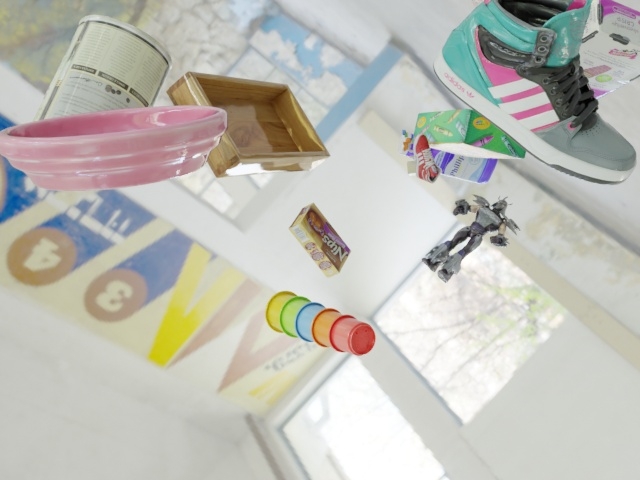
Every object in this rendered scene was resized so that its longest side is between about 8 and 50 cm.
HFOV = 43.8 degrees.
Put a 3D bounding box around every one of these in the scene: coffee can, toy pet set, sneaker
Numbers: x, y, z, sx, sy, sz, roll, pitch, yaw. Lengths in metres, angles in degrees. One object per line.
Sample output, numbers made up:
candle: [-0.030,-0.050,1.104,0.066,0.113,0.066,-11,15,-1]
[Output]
coffee can: [-0.436,-0.272,1.574,0.201,0.276,0.201,18,164,5]
toy pet set: [0.257,-0.226,2.076,0.122,0.065,0.114,12,-106,-74]
sneaker: [0.254,-0.192,1.884,0.067,0.042,0.119,40,145,52]
sneaker: [0.300,-0.211,0.989,0.295,0.178,0.124,35,-131,7]

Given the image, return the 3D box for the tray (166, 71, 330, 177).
tray: [-0.139,-0.242,1.695,0.203,0.076,0.411,59,-154,8]

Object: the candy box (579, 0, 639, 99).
candy box: [0.455,-0.313,1.367,0.159,0.071,0.233,13,162,-23]

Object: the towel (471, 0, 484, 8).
towel: [0.474,-0.602,2.137,0.317,0.053,0.332,51,-169,-50]

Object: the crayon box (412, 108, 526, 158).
crayon box: [0.354,-0.253,1.901,0.165,0.081,0.278,11,-177,-18]

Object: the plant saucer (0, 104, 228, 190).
plant saucer: [-0.300,-0.139,1.181,0.332,0.331,0.084,-121,25,-72]

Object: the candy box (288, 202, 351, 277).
candy box: [0.000,0.000,2.230,0.187,0.053,0.109,51,-142,-16]

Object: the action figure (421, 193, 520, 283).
action figure: [0.403,-0.014,2.109,0.185,0.285,0.099,42,175,37]

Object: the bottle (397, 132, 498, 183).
bottle: [0.369,-0.251,2.321,0.282,0.118,0.092,14,-148,-8]

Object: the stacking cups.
stacking cups: [0.000,0.177,1.609,0.096,0.096,0.316,38,168,-30]
